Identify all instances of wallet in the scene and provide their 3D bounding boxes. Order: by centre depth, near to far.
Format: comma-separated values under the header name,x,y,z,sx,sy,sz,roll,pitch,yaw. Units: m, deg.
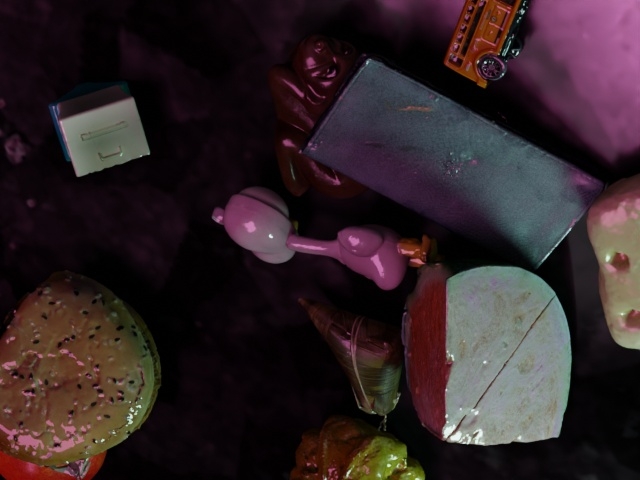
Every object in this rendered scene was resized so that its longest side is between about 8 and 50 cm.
name,x,y,z,sx,sy,sz,roll,pitch,yaw
wallet,0.178,-0.100,1.603,0.379,0.046,0.191,27,126,-12

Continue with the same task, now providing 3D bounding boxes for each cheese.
name,x,y,z,sx,sy,sz,roll,pitch,yaw
cheese,0.441,0.030,1.585,0.159,0.093,0.263,-2,122,25

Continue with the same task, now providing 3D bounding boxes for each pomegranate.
name,x,y,z,sx,sy,sz,roll,pitch,yaw
pomegranate,-0.497,0.340,2.209,0.220,0.221,0.257,15,107,19

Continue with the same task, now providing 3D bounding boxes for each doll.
name,x,y,z,sx,sy,sz,roll,pitch,yaw
doll,-0.001,0.001,1.778,0.365,0.094,0.160,15,166,20

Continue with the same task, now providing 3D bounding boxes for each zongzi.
name,x,y,z,sx,sy,sz,roll,pitch,yaw
zongzi,0.043,0.188,1.904,0.184,0.084,0.187,20,131,19

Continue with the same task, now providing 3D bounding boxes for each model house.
name,x,y,z,sx,sy,sz,roll,pitch,yaw
model house,-0.343,-0.180,1.851,0.127,0.149,0.100,-19,119,-11

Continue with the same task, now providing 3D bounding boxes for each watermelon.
name,x,y,z,sx,sy,sz,roll,pitch,yaw
watermelon,0.198,0.148,1.722,0.222,0.319,0.292,14,104,44

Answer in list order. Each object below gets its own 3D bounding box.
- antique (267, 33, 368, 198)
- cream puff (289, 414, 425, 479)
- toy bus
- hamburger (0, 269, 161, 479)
name,x,y,z,sx,sy,sz,roll,pitch,yaw
antique,0.012,-0.170,1.670,0.143,0.121,0.257,7,124,24
cream puff,0.059,0.404,1.975,0.244,0.196,0.244,25,164,8
toy bus,0.224,-0.294,1.503,0.088,0.083,0.195,28,129,11
hamburger,-0.413,0.232,2.033,0.276,0.318,0.195,28,173,4
